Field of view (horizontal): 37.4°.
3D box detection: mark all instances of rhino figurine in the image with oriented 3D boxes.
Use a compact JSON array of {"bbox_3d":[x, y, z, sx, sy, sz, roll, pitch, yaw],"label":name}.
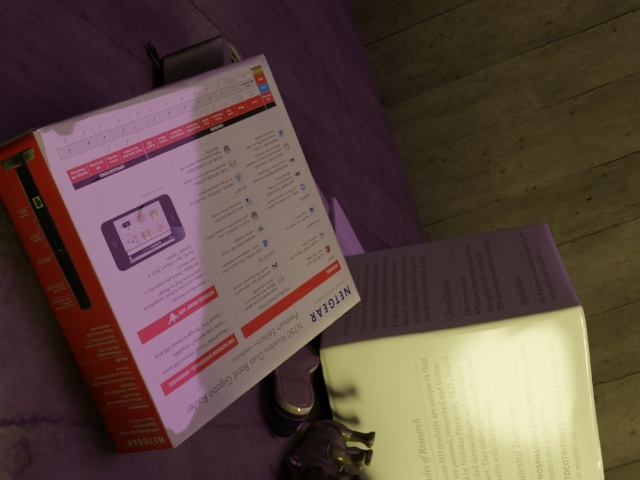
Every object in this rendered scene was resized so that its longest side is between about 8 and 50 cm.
[{"bbox_3d":[0.007,0.303,1.291,0.243,0.106,0.073,-22,124,-77],"label":"rhino figurine"}]

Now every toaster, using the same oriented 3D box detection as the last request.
[{"bbox_3d":[-0.149,-0.179,1.325,0.186,0.110,0.168,53,21,-51],"label":"toaster"}]

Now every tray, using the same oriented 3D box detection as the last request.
[{"bbox_3d":[0.067,0.056,1.802,0.145,0.030,0.270,-92,159,-47],"label":"tray"}]

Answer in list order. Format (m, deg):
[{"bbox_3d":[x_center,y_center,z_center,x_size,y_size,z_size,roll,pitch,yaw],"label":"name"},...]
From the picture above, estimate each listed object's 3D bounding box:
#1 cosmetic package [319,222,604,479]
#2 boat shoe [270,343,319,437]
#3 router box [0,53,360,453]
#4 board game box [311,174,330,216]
[{"bbox_3d":[0.225,0.204,1.565,0.329,0.393,0.328,-80,158,-66],"label":"cosmetic package"},{"bbox_3d":[-0.046,0.204,1.349,0.206,0.075,0.065,-92,-158,-68],"label":"boat shoe"},{"bbox_3d":[-0.124,-0.004,0.946,0.335,0.082,0.301,-32,104,-51],"label":"router box"},{"bbox_3d":[0.000,0.000,1.794,0.193,0.053,0.305,-95,161,-45],"label":"board game box"}]
